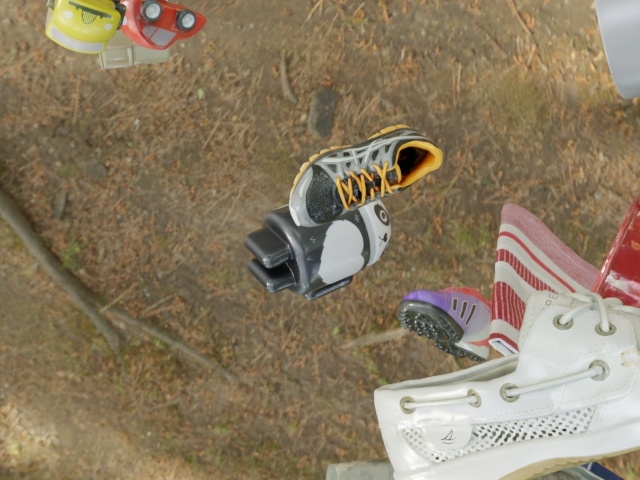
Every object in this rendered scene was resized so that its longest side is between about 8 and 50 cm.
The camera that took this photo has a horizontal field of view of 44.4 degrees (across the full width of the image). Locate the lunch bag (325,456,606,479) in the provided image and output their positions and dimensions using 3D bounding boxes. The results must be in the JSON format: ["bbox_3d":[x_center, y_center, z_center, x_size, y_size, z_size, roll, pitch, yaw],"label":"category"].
[{"bbox_3d":[0.179,0.309,0.801,0.287,0.169,0.235,20,153,-41],"label":"lunch bag"}]

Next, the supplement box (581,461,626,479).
[{"bbox_3d":[0.363,0.502,1.182,0.195,0.194,0.356,31,145,0],"label":"supplement box"}]

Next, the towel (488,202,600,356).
[{"bbox_3d":[0.344,0.098,1.119,0.237,0.329,0.037,36,126,-9],"label":"towel"}]

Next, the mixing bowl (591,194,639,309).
[{"bbox_3d":[0.266,0.063,0.635,0.098,0.181,0.181,23,126,18],"label":"mixing bowl"}]

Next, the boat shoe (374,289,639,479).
[{"bbox_3d":[0.148,0.073,0.457,0.277,0.098,0.096,-28,79,24],"label":"boat shoe"}]

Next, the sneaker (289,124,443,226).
[{"bbox_3d":[0.056,-0.080,0.960,0.083,0.215,0.084,27,144,53],"label":"sneaker"}]

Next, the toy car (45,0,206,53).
[{"bbox_3d":[-0.246,-0.230,0.730,0.225,0.239,0.053,24,108,6],"label":"toy car"}]

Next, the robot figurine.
[{"bbox_3d":[0.001,-0.001,1.476,0.173,0.278,0.209,63,156,11],"label":"robot figurine"}]

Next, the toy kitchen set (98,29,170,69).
[{"bbox_3d":[-0.216,-0.229,0.890,0.075,0.083,0.068,-11,153,-15],"label":"toy kitchen set"}]

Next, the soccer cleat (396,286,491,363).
[{"bbox_3d":[0.217,0.117,1.306,0.109,0.116,0.318,13,168,32],"label":"soccer cleat"}]

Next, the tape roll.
[{"bbox_3d":[0.450,-0.315,1.114,0.072,0.219,0.219,-10,119,30],"label":"tape roll"}]
